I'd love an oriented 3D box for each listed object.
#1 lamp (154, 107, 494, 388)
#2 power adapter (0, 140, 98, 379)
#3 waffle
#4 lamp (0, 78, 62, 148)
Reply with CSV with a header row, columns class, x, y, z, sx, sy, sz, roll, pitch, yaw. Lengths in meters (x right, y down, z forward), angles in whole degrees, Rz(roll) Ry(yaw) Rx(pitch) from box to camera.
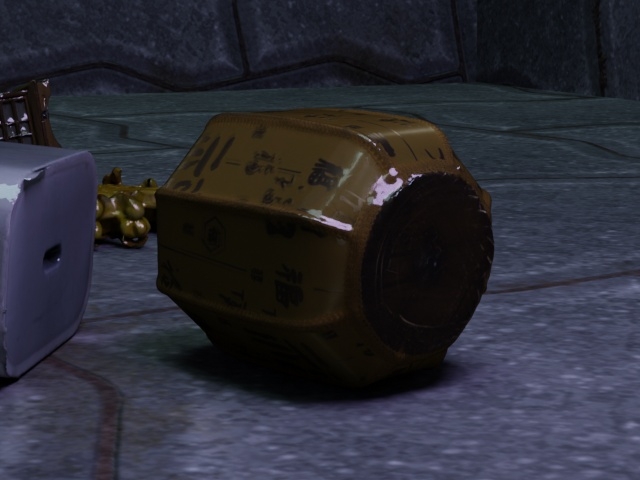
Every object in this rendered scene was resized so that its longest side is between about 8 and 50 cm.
class,x,y,z,sx,sy,sz,roll,pitch,yaw
lamp,0.000,0.000,0.914,0.161,0.161,0.185,-8,14,-39
power adapter,-0.278,-0.002,0.947,0.255,0.124,0.187,6,9,6
waffle,-0.204,-0.032,1.418,0.229,0.051,0.231,-3,9,1
lamp,-0.402,-0.078,1.421,0.325,0.089,0.090,-12,3,-23
